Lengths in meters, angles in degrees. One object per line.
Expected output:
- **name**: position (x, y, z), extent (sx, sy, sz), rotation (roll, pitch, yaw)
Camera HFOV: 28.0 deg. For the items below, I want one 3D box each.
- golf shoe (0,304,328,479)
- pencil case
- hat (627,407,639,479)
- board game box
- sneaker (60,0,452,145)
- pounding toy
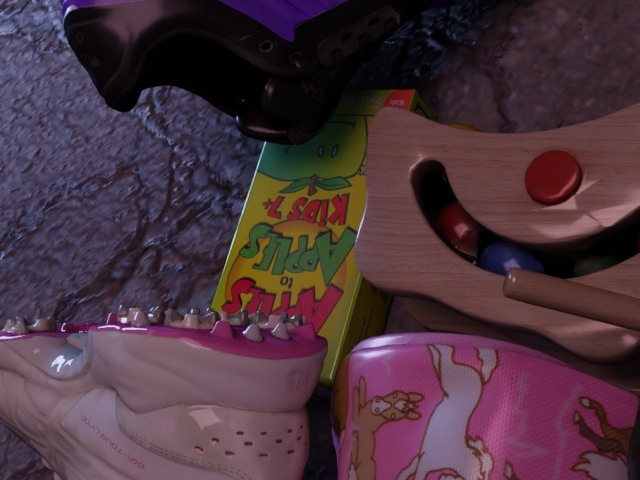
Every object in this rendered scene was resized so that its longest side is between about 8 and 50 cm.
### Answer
- **golf shoe**: position (-0.108, 0.105, 0.667), extent (0.306, 0.115, 0.140), rotation (-7, 83, 58)
- **pencil case**: position (0.039, 0.236, 0.518), extent (0.160, 0.167, 0.386), rotation (13, 67, 4)
- **hat**: position (0.249, 0.049, 0.384), extent (0.331, 0.134, 0.331), rotation (-8, 39, 6)
- **board game box**: position (0.000, 0.000, 0.743), extent (0.092, 0.043, 0.181), rotation (4, 65, 30)
- **sneaker**: position (-0.003, -0.125, 0.738), extent (0.293, 0.102, 0.146), rotation (-8, 73, -16)
- **pounding toy**: position (0.130, -0.021, 0.613), extent (0.269, 0.155, 0.154), rotation (17, 77, 34)
